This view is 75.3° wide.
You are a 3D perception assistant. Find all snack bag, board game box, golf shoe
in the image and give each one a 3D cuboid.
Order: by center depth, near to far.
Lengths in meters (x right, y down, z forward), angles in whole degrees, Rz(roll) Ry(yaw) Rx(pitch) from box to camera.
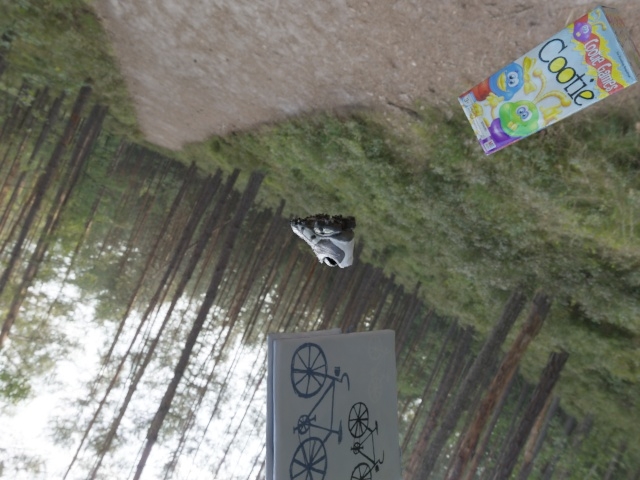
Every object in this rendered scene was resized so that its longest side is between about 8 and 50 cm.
[{"bbox_3d":[0.000,0.000,0.748,0.077,0.093,0.198,-14,-168,-19],"label":"golf shoe"},{"bbox_3d":[0.039,0.320,0.763,0.343,0.322,0.037,6,169,-44],"label":"snack bag"},{"bbox_3d":[0.448,-0.303,0.820,0.144,0.142,0.275,-27,180,-42],"label":"board game box"}]
